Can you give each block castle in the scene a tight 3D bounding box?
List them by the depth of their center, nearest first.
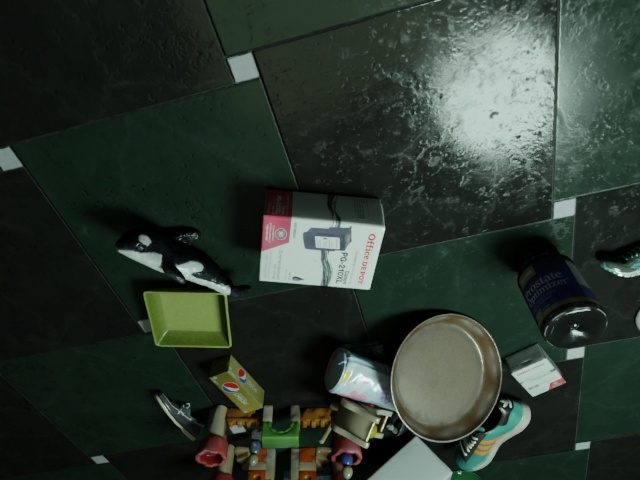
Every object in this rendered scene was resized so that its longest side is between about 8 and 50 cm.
[{"bbox_3d":[-0.116,0.653,1.452,0.454,0.212,0.303,1,128,-2],"label":"block castle"}]

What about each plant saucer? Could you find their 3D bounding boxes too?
[{"bbox_3d":[-0.309,0.177,1.183,0.189,0.045,0.188,2,128,-2],"label":"plant saucer"},{"bbox_3d":[0.303,0.333,1.220,0.311,0.050,0.310,0,89,-19],"label":"plant saucer"}]

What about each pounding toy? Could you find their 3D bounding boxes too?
[{"bbox_3d":[0.095,0.493,1.295,0.154,0.269,0.154,24,85,3],"label":"pounding toy"}]

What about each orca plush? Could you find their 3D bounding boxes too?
[{"bbox_3d":[-0.269,0.031,1.038,0.287,0.151,0.102,29,91,-18],"label":"orca plush"}]

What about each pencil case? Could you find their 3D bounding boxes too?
[{"bbox_3d":[0.148,0.361,1.255,0.273,0.113,0.124,20,142,-15],"label":"pencil case"}]

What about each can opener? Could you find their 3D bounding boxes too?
[{"bbox_3d":[0.244,0.507,1.452,0.059,0.073,0.186,34,126,22],"label":"can opener"}]

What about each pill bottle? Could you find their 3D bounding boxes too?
[{"bbox_3d":[0.485,0.103,1.028,0.123,0.219,0.122,-1,128,-1],"label":"pill bottle"}]

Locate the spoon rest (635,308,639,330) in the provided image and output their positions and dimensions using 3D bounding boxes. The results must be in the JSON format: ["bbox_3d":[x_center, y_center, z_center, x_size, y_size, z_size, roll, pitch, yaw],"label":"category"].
[{"bbox_3d":[0.906,0.229,1.236,0.276,0.084,0.137,39,118,-12],"label":"spoon rest"}]

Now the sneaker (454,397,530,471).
[{"bbox_3d":[0.475,0.566,1.467,0.121,0.108,0.302,24,116,-17],"label":"sneaker"}]

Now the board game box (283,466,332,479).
[{"bbox_3d":[-0.031,0.862,1.725,0.160,0.039,0.211,-7,128,4],"label":"board game box"}]

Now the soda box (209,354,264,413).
[{"bbox_3d":[-0.223,0.392,1.344,0.061,0.058,0.181,-22,126,15],"label":"soda box"}]

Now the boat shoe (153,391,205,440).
[{"bbox_3d":[-0.406,0.496,1.435,0.065,0.075,0.206,-42,122,-23],"label":"boat shoe"}]

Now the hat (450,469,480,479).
[{"bbox_3d":[0.477,0.922,1.688,0.173,0.183,0.208,3,128,-4],"label":"hat"}]

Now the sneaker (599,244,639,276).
[{"bbox_3d":[0.701,0.037,1.092,0.167,0.065,0.076,-1,112,-4],"label":"sneaker"}]

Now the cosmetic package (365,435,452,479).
[{"bbox_3d":[0.200,0.794,1.475,0.385,0.156,0.217,-32,141,-21],"label":"cosmetic package"}]

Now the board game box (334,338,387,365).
[{"bbox_3d":[0.117,0.342,1.330,0.126,0.026,0.186,-10,127,6],"label":"board game box"}]

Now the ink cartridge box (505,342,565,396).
[{"bbox_3d":[0.573,0.346,1.322,0.099,0.056,0.135,-32,122,22],"label":"ink cartridge box"}]

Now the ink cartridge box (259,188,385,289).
[{"bbox_3d":[0.000,0.000,1.015,0.237,0.100,0.172,5,128,-5],"label":"ink cartridge box"}]
